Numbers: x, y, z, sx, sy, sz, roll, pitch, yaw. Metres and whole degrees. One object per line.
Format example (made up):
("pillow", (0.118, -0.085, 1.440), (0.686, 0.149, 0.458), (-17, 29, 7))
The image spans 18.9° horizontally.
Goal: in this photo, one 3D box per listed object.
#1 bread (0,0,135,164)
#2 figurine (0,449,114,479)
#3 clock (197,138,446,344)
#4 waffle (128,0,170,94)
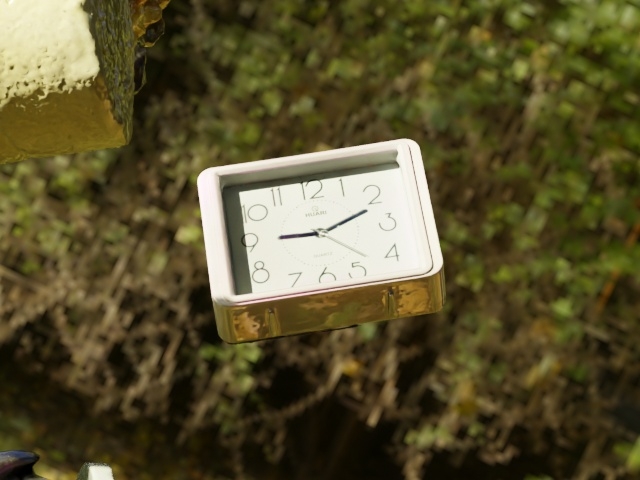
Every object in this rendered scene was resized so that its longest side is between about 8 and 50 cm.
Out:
("bread", (-0.190, -0.122, 1.155), (0.141, 0.148, 0.134), (-8, -35, 1))
("figurine", (-0.290, 0.240, 1.519), (0.236, 0.176, 0.133), (7, 9, -18))
("clock", (0.000, 0.000, 1.635), (0.197, 0.150, 0.063), (-8, -34, -1))
("waffle", (-0.200, -0.360, 2.036), (0.095, 0.382, 0.380), (15, -26, 8))
